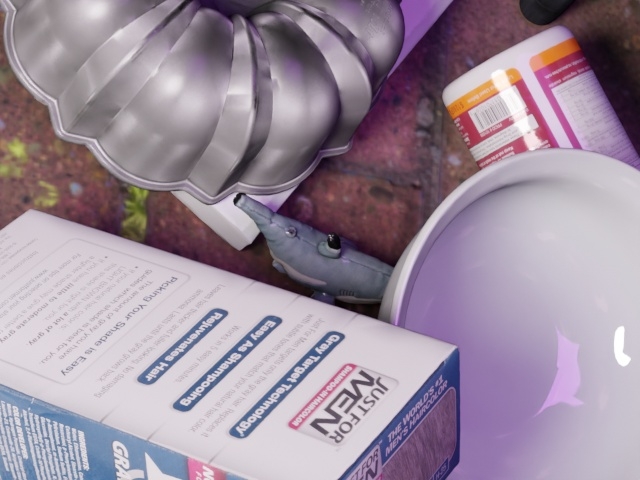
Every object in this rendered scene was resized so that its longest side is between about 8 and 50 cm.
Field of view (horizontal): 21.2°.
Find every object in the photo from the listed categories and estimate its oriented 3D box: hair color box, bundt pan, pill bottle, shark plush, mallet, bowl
[{"bbox_3d":[-0.101,0.102,1.101,0.347,0.105,0.174,17,39,28],"label":"hair color box"},{"bbox_3d":[-0.075,-0.202,1.296,0.331,0.124,0.330,5,74,-19],"label":"bundt pan"},{"bbox_3d":[0.201,-0.055,1.411,0.121,0.121,0.221,-28,89,-26],"label":"pill bottle"},{"bbox_3d":[0.000,0.000,1.327,0.161,0.067,0.073,46,60,-25],"label":"shark plush"},{"bbox_3d":[0.203,-0.286,1.506,0.039,0.062,0.189,8,73,-21],"label":"mallet"},{"bbox_3d":[0.153,0.083,1.291,0.298,0.134,0.297,2,87,-26],"label":"bowl"}]

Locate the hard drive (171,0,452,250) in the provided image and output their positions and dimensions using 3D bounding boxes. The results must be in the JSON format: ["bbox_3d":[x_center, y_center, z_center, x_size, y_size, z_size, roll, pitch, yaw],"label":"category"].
[{"bbox_3d":[-0.045,-0.170,1.389,0.203,0.040,0.307,42,66,-7],"label":"hard drive"}]
